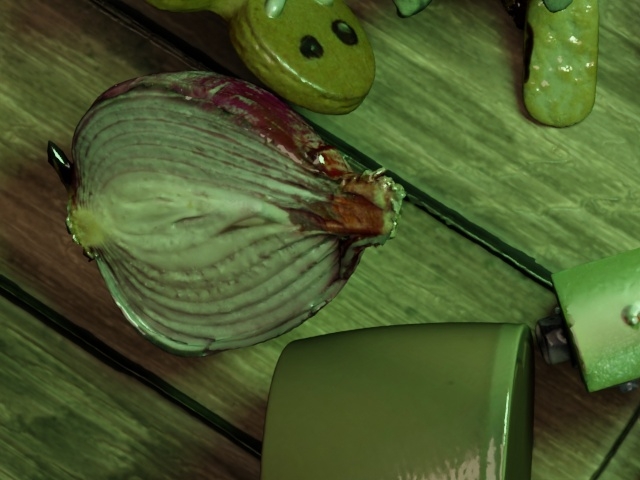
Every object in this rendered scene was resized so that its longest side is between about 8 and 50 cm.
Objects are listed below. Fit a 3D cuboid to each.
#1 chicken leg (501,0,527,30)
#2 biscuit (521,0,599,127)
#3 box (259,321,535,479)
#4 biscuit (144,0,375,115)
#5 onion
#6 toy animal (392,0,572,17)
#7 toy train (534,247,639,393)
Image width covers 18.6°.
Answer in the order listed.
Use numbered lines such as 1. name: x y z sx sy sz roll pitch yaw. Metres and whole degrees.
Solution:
1. chicken leg: 0.252 -0.311 1.872 0.106 0.051 0.253 17 83 11
2. biscuit: 0.227 -0.176 1.847 0.071 0.018 0.147 0 110 2
3. box: 0.072 0.203 1.717 0.216 0.301 0.301 3 85 9
4. biscuit: -0.092 -0.293 1.793 0.432 0.283 0.064 51 128 14
5. onion: -0.050 -0.040 1.768 0.348 0.159 0.267 0 116 27
6. toy animal: 0.180 -0.279 1.780 0.343 0.168 0.106 -14 125 13
7. toy train: 0.344 0.056 1.751 0.299 0.202 0.131 -17 85 2
